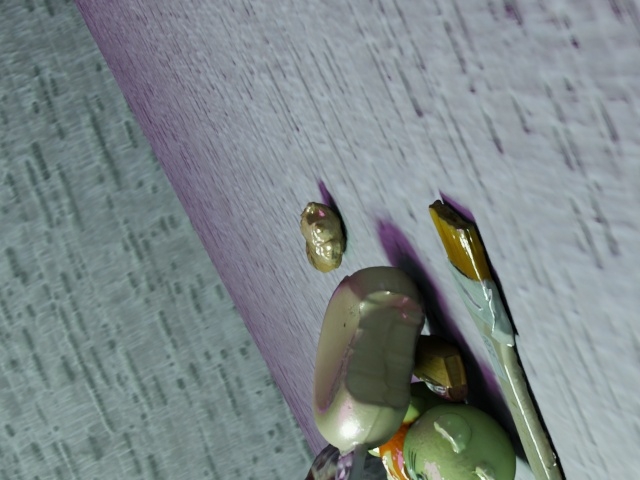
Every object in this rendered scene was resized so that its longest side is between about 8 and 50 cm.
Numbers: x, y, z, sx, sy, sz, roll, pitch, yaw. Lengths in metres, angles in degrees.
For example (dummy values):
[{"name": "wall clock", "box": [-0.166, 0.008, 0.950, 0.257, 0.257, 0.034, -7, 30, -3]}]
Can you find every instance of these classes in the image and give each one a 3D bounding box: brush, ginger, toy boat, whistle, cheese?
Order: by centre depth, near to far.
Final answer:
[{"name": "brush", "box": [0.164, 0.114, 1.286, 0.336, 0.020, 0.085, 66, 169, -28]}, {"name": "cheese", "box": [0.041, 0.170, 1.466, 0.163, 0.082, 0.286, 135, 146, -65]}, {"name": "toy boat", "box": [0.116, 0.129, 1.489, 0.149, 0.047, 0.048, -154, 55, -75]}, {"name": "whistle", "box": [0.116, 0.211, 1.512, 0.131, 0.106, 0.288, 55, 167, -17]}, {"name": "ginger", "box": [0.001, 0.003, 1.749, 0.069, 0.051, 0.173, 63, 169, 12]}]

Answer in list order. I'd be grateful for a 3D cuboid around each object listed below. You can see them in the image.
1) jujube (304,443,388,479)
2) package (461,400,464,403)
[{"name": "jujube", "box": [0.092, 0.347, 1.797, 0.226, 0.226, 0.317, 63, 165, -8]}, {"name": "package", "box": [0.151, 0.217, 1.637, 0.108, 0.031, 0.120, 37, 147, 66]}]
